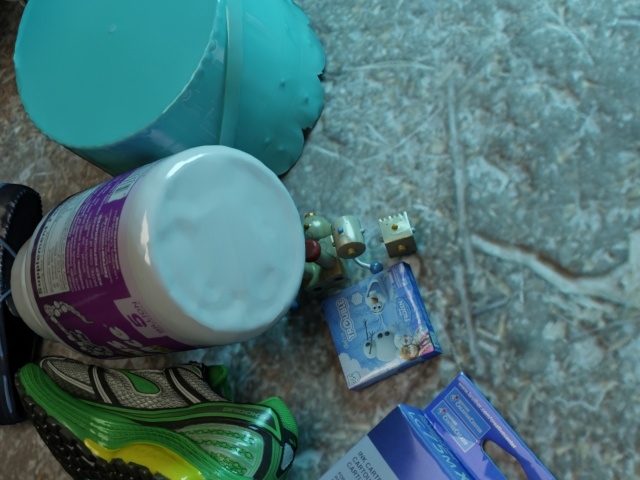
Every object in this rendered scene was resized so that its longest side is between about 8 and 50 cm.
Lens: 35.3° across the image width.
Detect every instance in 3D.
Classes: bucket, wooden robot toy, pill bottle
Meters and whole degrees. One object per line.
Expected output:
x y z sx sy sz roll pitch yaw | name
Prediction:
-0.150 -0.177 1.001 0.281 0.183 0.281 -7 74 26 | bucket
0.000 0.000 0.939 0.173 0.076 0.079 -25 54 19 | wooden robot toy
-0.166 0.024 0.924 0.301 0.169 0.169 -13 68 50 | pill bottle

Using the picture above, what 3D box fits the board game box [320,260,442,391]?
0.054 0.078 0.913 0.090 0.020 0.090 -28 64 20 | board game box

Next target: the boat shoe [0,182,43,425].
-0.321 0.069 1.085 0.089 0.109 0.258 8 96 23 | boat shoe

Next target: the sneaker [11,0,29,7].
-0.305 -0.299 1.048 0.169 0.257 0.447 -27 31 23 | sneaker

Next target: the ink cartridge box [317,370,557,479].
0.055 0.274 0.833 0.311 0.065 0.186 -44 60 8 | ink cartridge box

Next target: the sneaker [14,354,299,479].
-0.160 0.178 0.958 0.343 0.134 0.146 15 47 37 | sneaker
